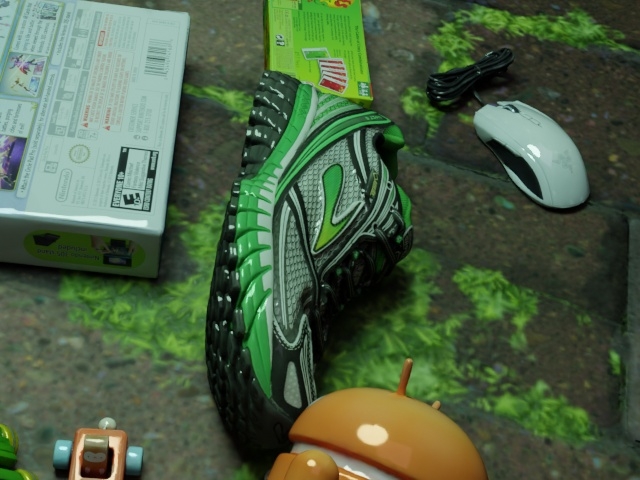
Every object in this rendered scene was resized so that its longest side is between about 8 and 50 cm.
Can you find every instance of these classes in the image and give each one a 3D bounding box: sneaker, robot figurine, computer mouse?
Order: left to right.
[{"bbox_3d":[0.000,0.000,0.780,0.146,0.134,0.344,12,47,-2],"label":"sneaker"},{"bbox_3d":[0.018,0.179,0.602,0.158,0.128,0.219,31,73,-19],"label":"robot figurine"},{"bbox_3d":[0.183,-0.108,0.980,0.106,0.042,0.193,-18,55,-28],"label":"computer mouse"}]

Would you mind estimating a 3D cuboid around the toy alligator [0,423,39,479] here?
[{"bbox_3d":[-0.203,0.163,0.646,0.051,0.056,0.190,-41,59,7],"label":"toy alligator"}]

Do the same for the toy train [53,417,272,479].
[{"bbox_3d":[-0.092,0.165,0.669,0.166,0.046,0.125,9,48,-4],"label":"toy train"}]

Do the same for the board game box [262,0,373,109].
[{"bbox_3d":[-0.006,-0.181,1.003,0.092,0.043,0.181,4,48,-9],"label":"board game box"}]

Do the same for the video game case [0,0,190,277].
[{"bbox_3d":[-0.239,-0.099,0.865,0.244,0.061,0.270,7,47,-8],"label":"video game case"}]
